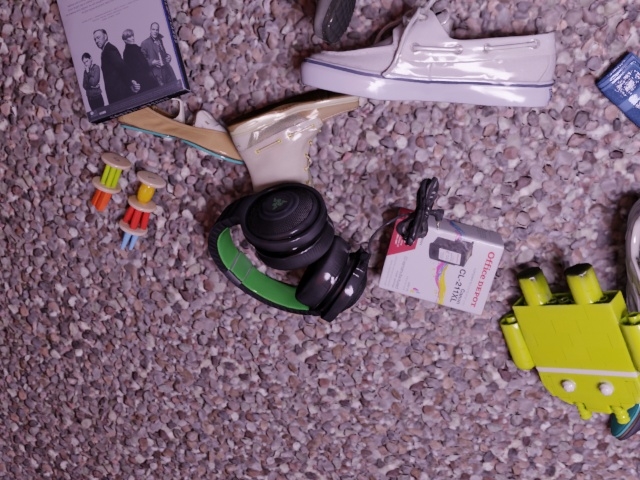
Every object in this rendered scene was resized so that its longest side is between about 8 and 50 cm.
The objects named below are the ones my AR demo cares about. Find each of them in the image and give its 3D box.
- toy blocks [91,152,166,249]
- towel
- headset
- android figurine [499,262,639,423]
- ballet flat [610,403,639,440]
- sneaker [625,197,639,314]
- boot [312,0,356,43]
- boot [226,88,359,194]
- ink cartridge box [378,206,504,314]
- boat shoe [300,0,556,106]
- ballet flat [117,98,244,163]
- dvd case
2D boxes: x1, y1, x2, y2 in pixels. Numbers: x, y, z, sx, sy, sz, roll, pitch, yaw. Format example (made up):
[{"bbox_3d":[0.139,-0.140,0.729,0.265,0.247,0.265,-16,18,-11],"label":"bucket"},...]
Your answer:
[{"bbox_3d":[-0.355,-0.064,1.083,0.123,0.054,0.148,28,111,0],"label":"toy blocks"},{"bbox_3d":[0.471,-0.213,0.897,0.119,0.029,0.067,41,111,-5],"label":"towel"},{"bbox_3d":[0.000,0.000,0.962,0.394,0.185,0.243,-11,130,43],"label":"headset"},{"bbox_3d":[0.409,0.167,0.962,0.248,0.056,0.272,-8,109,50],"label":"android figurine"},{"bbox_3d":[0.546,0.249,1.013,0.074,0.074,0.203,10,107,7],"label":"ballet flat"},{"bbox_3d":[0.498,0.084,0.900,0.114,0.152,0.304,-8,93,31],"label":"sneaker"},{"bbox_3d":[-0.022,-0.399,0.869,0.161,0.083,0.246,11,77,8],"label":"boot"},{"bbox_3d":[-0.025,-0.146,0.984,0.213,0.077,0.165,-18,114,-1],"label":"boot"},{"bbox_3d":[0.197,0.033,1.003,0.175,0.072,0.127,15,109,6],"label":"ink cartridge box"},{"bbox_3d":[0.156,-0.282,0.877,0.368,0.136,0.156,5,109,6],"label":"boat shoe"},{"bbox_3d":[-0.224,-0.192,1.007,0.233,0.080,0.073,18,99,4],"label":"ballet flat"},{"bbox_3d":[-0.320,-0.327,0.976,0.180,0.029,0.238,-15,89,14],"label":"dvd case"}]
